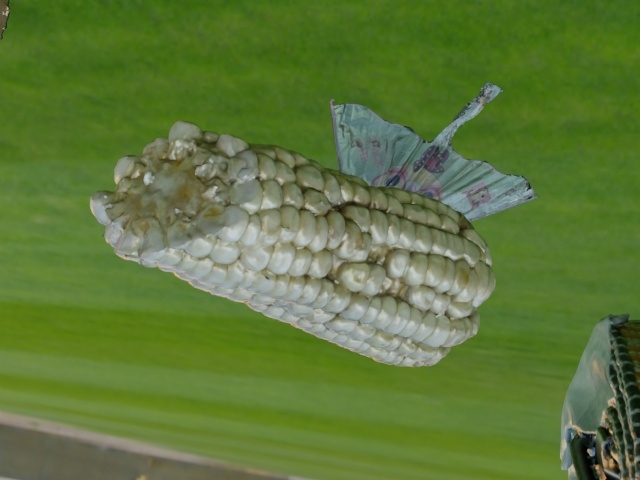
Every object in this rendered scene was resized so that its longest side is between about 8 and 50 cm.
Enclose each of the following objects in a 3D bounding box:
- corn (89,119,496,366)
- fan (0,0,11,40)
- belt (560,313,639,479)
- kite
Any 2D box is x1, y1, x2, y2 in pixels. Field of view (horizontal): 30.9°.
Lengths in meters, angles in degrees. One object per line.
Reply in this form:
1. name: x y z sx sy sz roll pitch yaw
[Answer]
1. corn: 0.000 0.000 0.542 0.087 0.087 0.210 -3 160 44
2. fan: -0.234 -0.043 0.488 0.152 0.227 0.008 19 171 -13
3. belt: 0.279 0.172 0.915 0.149 0.207 0.257 0 -153 1
4. kite: 0.113 -0.073 1.304 0.322 0.013 0.268 18 122 -33
